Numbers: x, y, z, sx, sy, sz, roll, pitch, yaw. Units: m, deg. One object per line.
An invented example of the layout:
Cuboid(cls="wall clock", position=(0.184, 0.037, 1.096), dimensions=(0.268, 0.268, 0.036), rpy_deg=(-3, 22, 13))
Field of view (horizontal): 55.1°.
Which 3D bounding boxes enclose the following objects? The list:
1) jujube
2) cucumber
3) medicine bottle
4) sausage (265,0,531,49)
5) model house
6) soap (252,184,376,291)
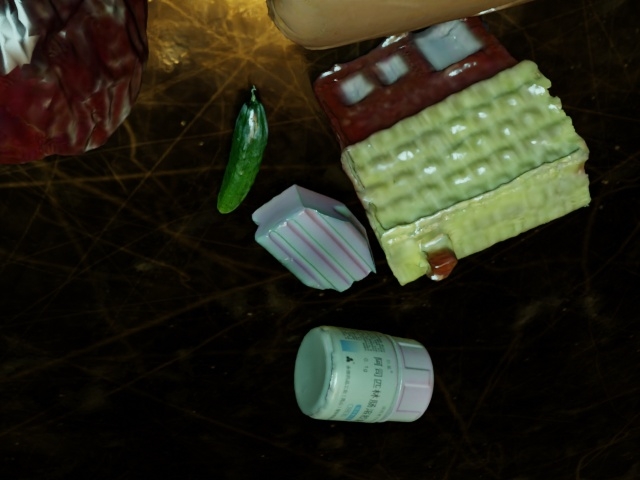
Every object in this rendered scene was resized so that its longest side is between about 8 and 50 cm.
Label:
Cuboid(cls="jujube", position=(-0.245, -0.224, 0.414), dimensions=(0.217, 0.216, 0.341), rpy_deg=(-10, 126, -7))
Cuboid(cls="cucumber", position=(-0.083, -0.089, 0.670), dimensions=(0.039, 0.039, 0.167), rpy_deg=(7, 130, -21))
Cuboid(cls="medicine bottle", position=(0.063, 0.197, 0.895), dimensions=(0.169, 0.135, 0.135), rpy_deg=(10, 126, -24))
Cuboid(cls="sausage", position=(0.099, -0.247, 0.526), dimensions=(0.305, 0.121, 0.121), rpy_deg=(-15, 132, -3))
Cuboid(cls="model house", position=(0.125, -0.078, 0.593), dimensions=(0.196, 0.253, 0.160), rpy_deg=(-23, 136, 6))
Cuboid(cls="soap", position=(0.000, 0.000, 0.757), dimensions=(0.100, 0.056, 0.149), rpy_deg=(-33, 130, 16))
